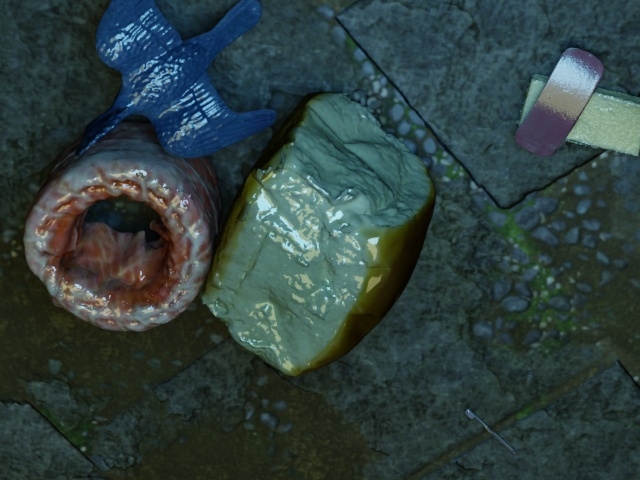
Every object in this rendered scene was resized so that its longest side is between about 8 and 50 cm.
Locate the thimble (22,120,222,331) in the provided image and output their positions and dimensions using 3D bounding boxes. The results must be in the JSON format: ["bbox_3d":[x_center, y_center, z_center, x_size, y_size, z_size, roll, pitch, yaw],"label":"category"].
[{"bbox_3d":[-0.232,-0.017,1.733,0.239,0.162,0.239,1,119,2],"label":"thimble"}]

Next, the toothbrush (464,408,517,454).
[{"bbox_3d":[0.227,0.255,1.916,0.097,0.006,0.008,42,115,-15],"label":"toothbrush"}]

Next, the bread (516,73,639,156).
[{"bbox_3d":[0.310,-0.147,1.684,0.153,0.028,0.068,12,118,0],"label":"bread"}]

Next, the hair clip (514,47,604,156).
[{"bbox_3d":[0.274,-0.156,1.657,0.054,0.022,0.137,28,116,-2],"label":"hair clip"}]

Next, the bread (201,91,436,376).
[{"bbox_3d":[0.000,0.000,1.678,0.225,0.250,0.279,31,122,-3],"label":"bread"}]

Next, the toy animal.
[{"bbox_3d":[-0.169,-0.182,1.626,0.255,0.176,0.239,-35,115,9],"label":"toy animal"}]
